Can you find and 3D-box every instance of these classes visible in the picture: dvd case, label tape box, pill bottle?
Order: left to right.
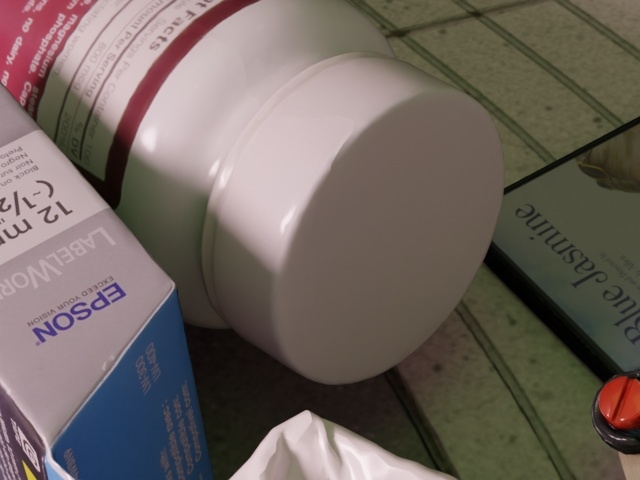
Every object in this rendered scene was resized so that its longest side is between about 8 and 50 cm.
[{"bbox_3d":[-0.136,0.092,0.890,0.115,0.249,0.348,-31,53,-22],"label":"label tape box"},{"bbox_3d":[-0.088,-0.081,1.030,0.224,0.224,0.392,-37,48,-26],"label":"pill bottle"},{"bbox_3d":[0.245,-0.013,1.113,0.253,0.022,0.180,-28,52,-20],"label":"dvd case"}]

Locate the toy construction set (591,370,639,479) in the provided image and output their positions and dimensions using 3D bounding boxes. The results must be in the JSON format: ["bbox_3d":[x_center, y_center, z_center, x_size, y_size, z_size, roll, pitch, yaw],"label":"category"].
[{"bbox_3d":[0.280,0.132,0.894,0.215,0.151,0.327,-23,38,16],"label":"toy construction set"}]

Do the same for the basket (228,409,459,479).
[{"bbox_3d":[0.035,0.317,0.666,0.328,0.266,0.331,25,54,24],"label":"basket"}]
